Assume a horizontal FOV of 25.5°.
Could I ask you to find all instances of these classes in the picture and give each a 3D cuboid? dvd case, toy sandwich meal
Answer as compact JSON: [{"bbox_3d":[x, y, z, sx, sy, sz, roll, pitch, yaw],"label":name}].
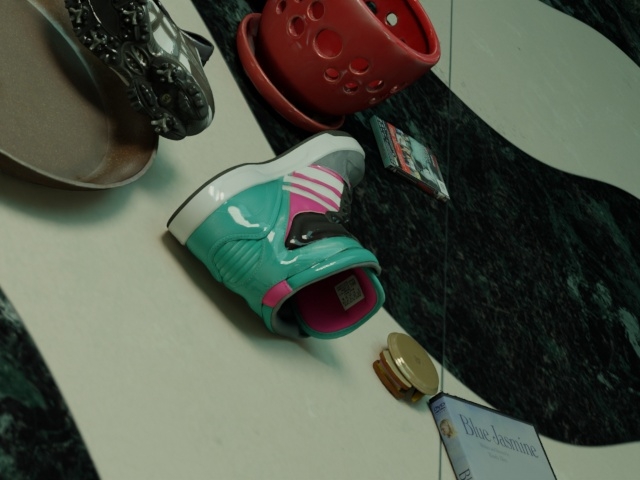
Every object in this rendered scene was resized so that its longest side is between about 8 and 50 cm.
[{"bbox_3d":[0.114,-0.103,1.800,0.119,0.013,0.087,26,36,-40],"label":"dvd case"},{"bbox_3d":[0.209,0.281,1.453,0.180,0.022,0.253,22,38,-45],"label":"dvd case"},{"bbox_3d":[0.088,0.131,1.444,0.085,0.029,0.086,42,23,-22],"label":"toy sandwich meal"}]

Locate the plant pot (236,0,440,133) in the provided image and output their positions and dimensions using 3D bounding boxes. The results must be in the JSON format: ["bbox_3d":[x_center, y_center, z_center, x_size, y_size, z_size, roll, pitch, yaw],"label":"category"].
[{"bbox_3d":[0.016,-0.228,1.615,0.191,0.174,0.191,37,29,-25],"label":"plant pot"}]

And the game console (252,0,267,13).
[{"bbox_3d":[-0.029,-0.367,1.873,0.213,0.044,0.361,55,26,7],"label":"game console"}]

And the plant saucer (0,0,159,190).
[{"bbox_3d":[-0.270,-0.160,1.210,0.310,0.050,0.311,39,28,-25],"label":"plant saucer"}]

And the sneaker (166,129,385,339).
[{"bbox_3d":[0.000,0.000,1.351,0.178,0.124,0.295,50,33,8],"label":"sneaker"}]

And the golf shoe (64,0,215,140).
[{"bbox_3d":[-0.162,-0.178,1.286,0.198,0.077,0.094,61,16,3],"label":"golf shoe"}]

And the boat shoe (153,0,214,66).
[{"bbox_3d":[-0.182,-0.252,1.450,0.206,0.065,0.075,54,26,5],"label":"boat shoe"}]
